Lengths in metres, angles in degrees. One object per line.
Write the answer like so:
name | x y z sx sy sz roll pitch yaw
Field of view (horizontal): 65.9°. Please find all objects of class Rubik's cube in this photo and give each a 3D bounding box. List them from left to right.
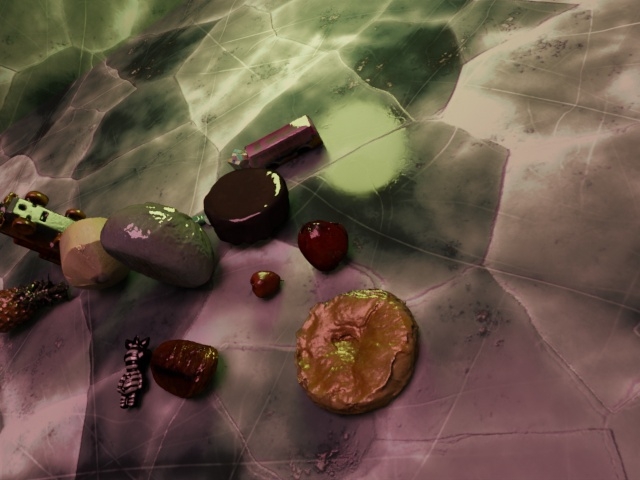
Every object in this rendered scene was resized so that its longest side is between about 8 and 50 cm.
Rubik's cube | -0.296 -0.302 1.836 0.075 0.084 0.073 22 72 19

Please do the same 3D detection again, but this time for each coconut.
coconut | -0.779 0.056 1.722 0.239 0.239 0.244 -39 48 -4

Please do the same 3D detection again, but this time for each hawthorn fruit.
hawthorn fruit | -0.157 0.126 1.463 0.093 0.081 0.081 -13 45 -20
hawthorn fruit | 0.000 0.000 1.407 0.148 0.172 0.148 -35 34 28

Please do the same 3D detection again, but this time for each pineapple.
pineapple | -1.066 0.215 1.801 0.341 0.169 0.169 -25 49 4

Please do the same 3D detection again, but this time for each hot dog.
hot dog | -0.380 0.353 1.387 0.227 0.099 0.160 11 62 34

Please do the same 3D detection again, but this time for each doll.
doll | -0.553 0.388 1.474 0.091 0.067 0.219 -12 58 15

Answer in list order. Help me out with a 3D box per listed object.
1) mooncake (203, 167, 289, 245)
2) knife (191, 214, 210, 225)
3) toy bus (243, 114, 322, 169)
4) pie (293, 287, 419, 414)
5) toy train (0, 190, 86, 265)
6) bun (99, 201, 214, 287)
mooncake | -0.235 -0.113 1.627 0.283 0.141 0.283 -9 49 10
knife | -0.397 -0.080 1.760 0.260 0.034 0.063 -22 54 6
toy bus | -0.138 -0.339 1.767 0.274 0.112 0.090 -27 57 7
pie | 0.084 0.266 1.228 0.340 0.083 0.339 -12 54 17
toy train | -1.020 -0.029 1.856 0.232 0.369 0.163 -36 40 37
bun | -0.492 0.008 1.541 0.362 0.362 0.211 11 65 32
